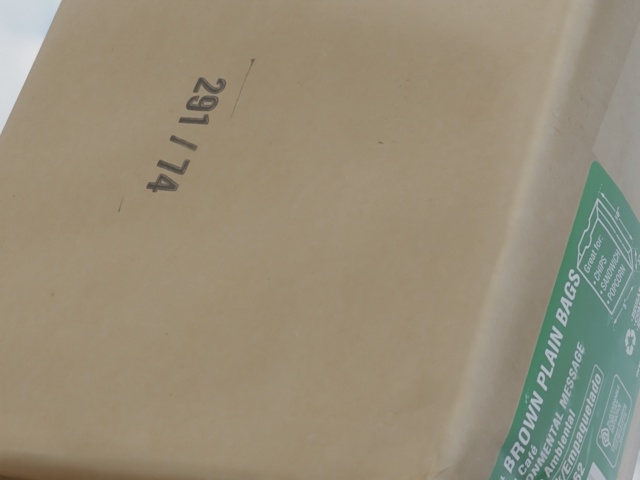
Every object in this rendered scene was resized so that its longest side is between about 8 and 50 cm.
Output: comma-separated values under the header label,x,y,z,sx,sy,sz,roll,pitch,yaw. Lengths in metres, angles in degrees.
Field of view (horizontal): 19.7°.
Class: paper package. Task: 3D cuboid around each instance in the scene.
label,x,y,z,sx,sy,sz,roll,pitch,yaw
paper package,0.000,0.000,0.833,0.310,0.324,0.168,1,-32,35
